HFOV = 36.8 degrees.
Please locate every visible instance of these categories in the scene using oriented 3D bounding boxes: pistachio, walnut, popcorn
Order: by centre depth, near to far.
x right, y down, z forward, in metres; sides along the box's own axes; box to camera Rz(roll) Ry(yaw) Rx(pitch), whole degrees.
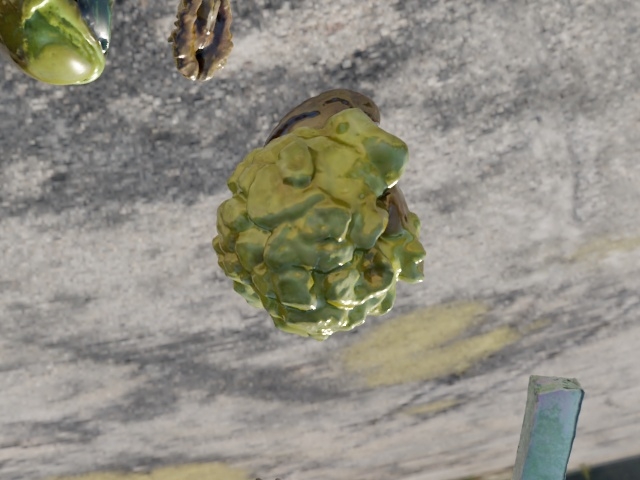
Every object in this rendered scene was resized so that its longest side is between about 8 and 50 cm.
[{"bbox_3d":[0.008,-0.009,0.976,0.217,0.181,0.235,-49,126,-5],"label":"popcorn"},{"bbox_3d":[-0.009,-0.115,1.275,0.210,0.130,0.165,-41,139,4],"label":"pistachio"},{"bbox_3d":[-0.223,-0.380,1.766,0.069,0.170,0.143,22,-163,33],"label":"walnut"}]

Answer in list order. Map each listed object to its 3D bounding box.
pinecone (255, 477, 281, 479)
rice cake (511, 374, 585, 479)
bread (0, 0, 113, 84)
[{"bbox_3d":[-0.088,0.444,1.385,0.207,0.208,0.208,-11,163,-3],"label":"pinecone"},{"bbox_3d":[0.179,0.216,0.806,0.043,0.211,0.034,10,-175,-1],"label":"rice cake"},{"bbox_3d":[-0.513,-0.430,1.662,0.208,0.376,0.251,-25,142,-35],"label":"bread"}]
